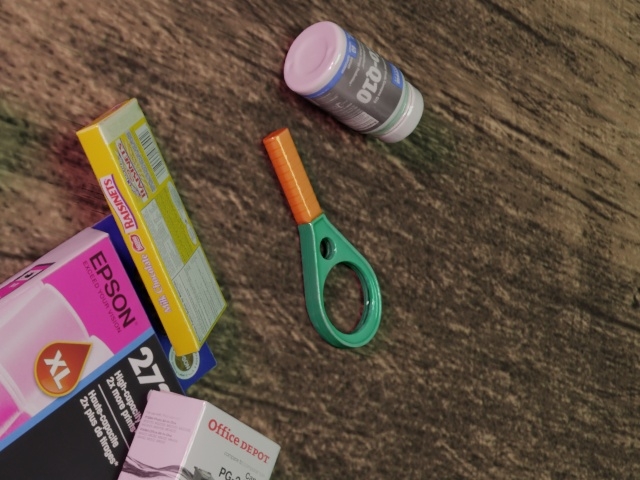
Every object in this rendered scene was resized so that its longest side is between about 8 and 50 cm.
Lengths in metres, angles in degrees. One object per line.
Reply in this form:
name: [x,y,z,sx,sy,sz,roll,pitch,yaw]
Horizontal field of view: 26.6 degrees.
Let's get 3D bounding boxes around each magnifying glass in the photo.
magnifying glass: [0.000,0.000,1.327,0.092,0.026,0.231,-38,111,-42]

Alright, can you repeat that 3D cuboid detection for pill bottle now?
pill bottle: [0.036,-0.153,1.348,0.137,0.078,0.078,28,64,-41]

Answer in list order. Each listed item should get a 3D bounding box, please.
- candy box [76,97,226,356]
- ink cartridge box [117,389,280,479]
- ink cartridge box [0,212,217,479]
candy box: [-0.139,-0.013,1.148,0.105,0.027,0.206,-57,127,-68]
ink cartridge box: [-0.106,0.209,1.081,0.109,0.063,0.151,40,63,-46]
ink cartridge box: [-0.215,0.119,1.060,0.371,0.069,0.176,-40,113,-45]
